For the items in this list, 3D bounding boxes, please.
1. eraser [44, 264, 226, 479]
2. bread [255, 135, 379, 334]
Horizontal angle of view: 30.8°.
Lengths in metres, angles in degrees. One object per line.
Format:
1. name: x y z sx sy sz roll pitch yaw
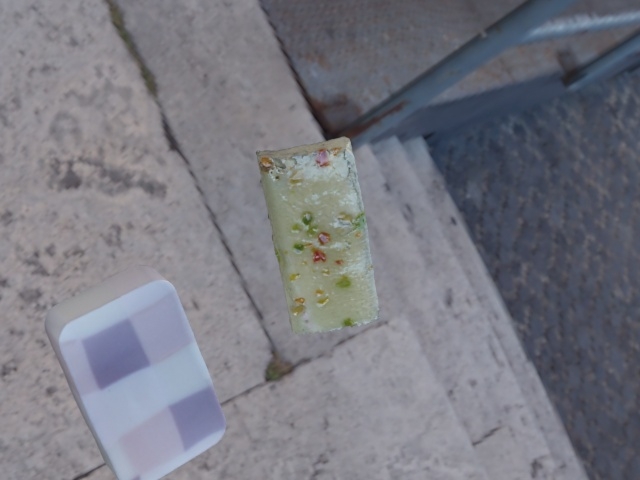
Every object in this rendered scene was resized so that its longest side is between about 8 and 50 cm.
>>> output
1. eraser: -0.091 0.069 0.584 0.065 0.026 0.105 -30 121 -20
2. bread: 0.000 0.000 0.826 0.028 0.068 0.153 -106 -175 -59
